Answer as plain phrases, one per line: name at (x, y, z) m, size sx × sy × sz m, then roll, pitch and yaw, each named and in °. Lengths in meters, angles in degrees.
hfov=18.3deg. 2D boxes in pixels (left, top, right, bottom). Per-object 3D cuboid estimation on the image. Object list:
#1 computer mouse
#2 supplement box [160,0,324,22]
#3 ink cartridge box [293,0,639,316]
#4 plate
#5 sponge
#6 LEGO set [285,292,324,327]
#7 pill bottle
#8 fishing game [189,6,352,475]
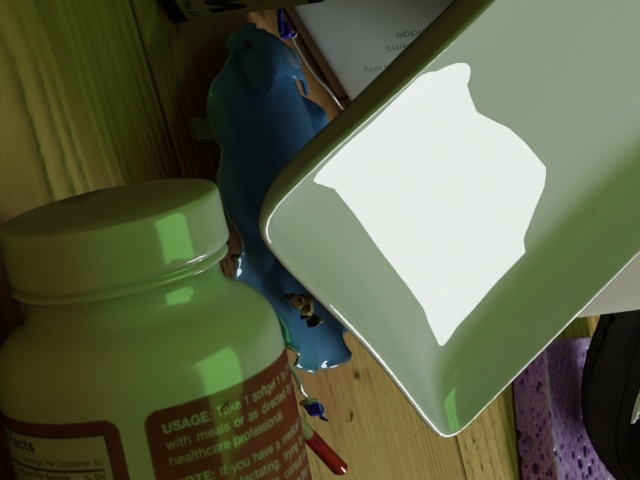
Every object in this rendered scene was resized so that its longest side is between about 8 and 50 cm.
computer mouse at (0.212, 0.050, 1.432) m, size 0.184 × 0.060 × 0.262 m, roll -114°, pitch -155°, yaw -64°
supplement box at (-0.039, -0.160, 0.977) m, size 0.056 × 0.083 × 0.083 m, roll 58°, pitch 36°, yaw -45°
ink cartridge box at (0.124, -0.166, 1.222) m, size 0.385 × 0.160 × 0.279 m, roll 56°, pitch 34°, yaw -48°
plate at (0.107, -0.052, 1.022) m, size 0.277 × 0.045 × 0.278 m, roll -45°, pitch 145°, yaw -4°
sponge at (0.198, 0.130, 1.493) m, size 0.210 × 0.031 × 0.117 m, roll 2°, pitch 82°, yaw -63°
LEGO set at (0.001, 0.002, 1.003) m, size 0.054 × 0.023 × 0.083 m, roll 27°, pitch 56°, yaw -64°
pill bottle at (-0.066, 0.089, 0.824) m, size 0.121 × 0.121 × 0.216 m, roll -35°, pitch 117°, yaw -62°
fishing game at (-0.024, -0.019, 1.040) m, size 0.189 × 0.041 × 0.264 m, roll 52°, pitch 32°, yaw -51°
